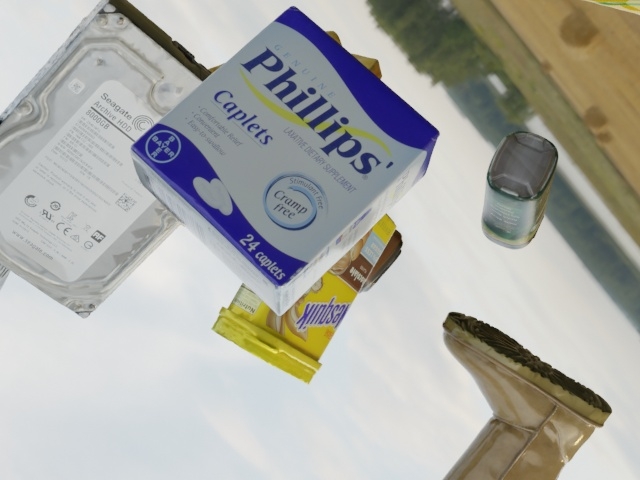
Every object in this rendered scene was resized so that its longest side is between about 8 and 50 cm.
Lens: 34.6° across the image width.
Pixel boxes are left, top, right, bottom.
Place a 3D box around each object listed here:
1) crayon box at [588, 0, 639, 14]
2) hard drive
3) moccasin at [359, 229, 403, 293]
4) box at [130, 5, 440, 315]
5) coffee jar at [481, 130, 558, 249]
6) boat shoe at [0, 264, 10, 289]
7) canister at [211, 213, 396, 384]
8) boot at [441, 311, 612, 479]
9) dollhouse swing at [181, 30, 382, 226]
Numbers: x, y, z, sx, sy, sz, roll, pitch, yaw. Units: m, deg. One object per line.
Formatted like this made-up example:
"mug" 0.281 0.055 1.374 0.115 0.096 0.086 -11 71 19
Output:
"crayon box" 0.241 -0.269 0.732 0.323 0.203 0.083 12 167 -8
"hard drive" -0.258 -0.087 1.191 0.237 0.339 0.064 40 -162 -25
"moccasin" -0.002 0.002 1.376 0.147 0.139 0.380 42 178 -4
"box" -0.021 -0.049 0.624 0.126 0.137 0.072 43 166 11
"coffee jar" 0.257 -0.060 1.343 0.079 0.096 0.184 23 161 15
"boat shoe" -0.580 0.101 1.606 0.103 0.320 0.118 35 -149 -2
"canister" -0.010 0.032 0.919 0.073 0.170 0.126 27 174 29
"boot" 0.184 0.253 1.230 0.236 0.269 0.089 34 -167 5
"dollhouse swing" -0.083 -0.124 1.502 0.305 0.347 0.315 43 150 46
